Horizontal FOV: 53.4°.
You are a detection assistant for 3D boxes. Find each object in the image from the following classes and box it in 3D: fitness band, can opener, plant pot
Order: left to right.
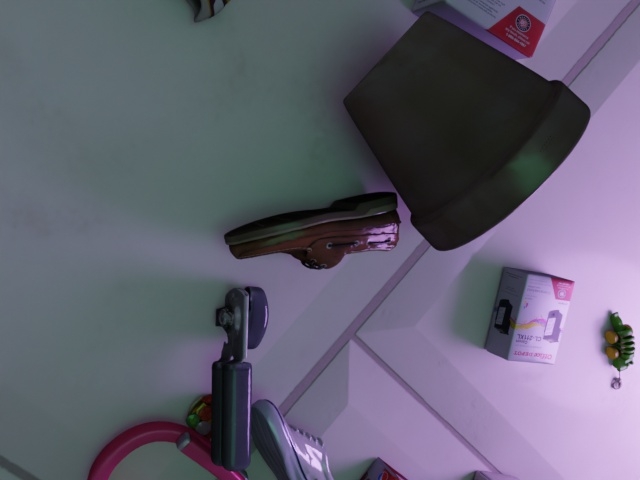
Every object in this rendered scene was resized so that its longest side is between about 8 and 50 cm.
[{"bbox_3d":[-0.238,0.422,1.035,0.209,0.054,0.291,-44,113,-3],"label":"fitness band"},{"bbox_3d":[-0.120,0.214,1.016,0.095,0.076,0.283,4,83,-36],"label":"can opener"},{"bbox_3d":[0.198,-0.190,1.000,0.280,0.323,0.323,43,82,-8],"label":"plant pot"}]

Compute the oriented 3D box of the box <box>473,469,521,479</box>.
[{"bbox_3d":[0.348,0.646,1.287,0.121,0.148,0.311,19,93,-25],"label":"box"}]

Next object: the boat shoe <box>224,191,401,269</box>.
[{"bbox_3d":[0.000,0.000,1.035,0.307,0.111,0.104,-13,104,-20],"label":"boat shoe"}]

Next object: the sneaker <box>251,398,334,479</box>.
[{"bbox_3d":[-0.043,0.367,1.110,0.091,0.094,0.258,-37,117,-32],"label":"sneaker"}]

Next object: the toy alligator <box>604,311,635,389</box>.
[{"bbox_3d":[0.666,0.250,1.396,0.056,0.051,0.189,-15,105,-19],"label":"toy alligator"}]

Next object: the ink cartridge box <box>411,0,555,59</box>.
[{"bbox_3d":[0.306,-0.472,1.074,0.197,0.114,0.272,23,91,-24],"label":"ink cartridge box"}]

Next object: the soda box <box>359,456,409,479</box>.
[{"bbox_3d":[0.184,0.534,1.229,0.263,0.083,0.092,42,82,-23],"label":"soda box"}]

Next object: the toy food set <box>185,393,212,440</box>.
[{"bbox_3d":[-0.182,0.297,1.064,0.082,0.020,0.083,-45,113,-9],"label":"toy food set"}]

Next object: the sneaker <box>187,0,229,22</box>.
[{"bbox_3d":[-0.202,-0.402,0.898,0.084,0.069,0.185,-46,112,-15],"label":"sneaker"}]

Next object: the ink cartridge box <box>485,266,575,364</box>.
[{"bbox_3d":[0.414,0.150,1.260,0.127,0.072,0.175,9,96,-25],"label":"ink cartridge box"}]
